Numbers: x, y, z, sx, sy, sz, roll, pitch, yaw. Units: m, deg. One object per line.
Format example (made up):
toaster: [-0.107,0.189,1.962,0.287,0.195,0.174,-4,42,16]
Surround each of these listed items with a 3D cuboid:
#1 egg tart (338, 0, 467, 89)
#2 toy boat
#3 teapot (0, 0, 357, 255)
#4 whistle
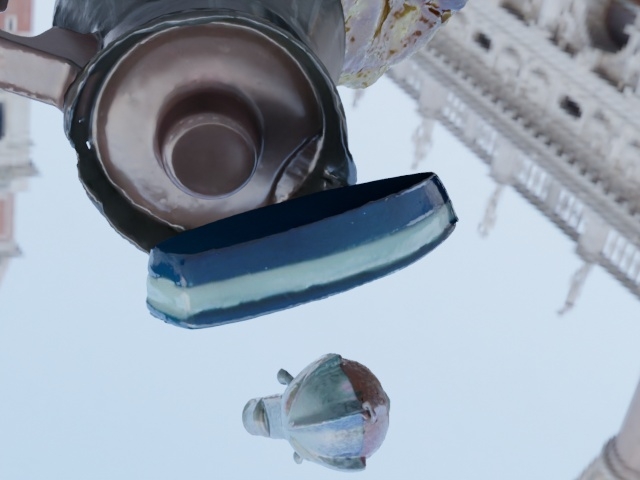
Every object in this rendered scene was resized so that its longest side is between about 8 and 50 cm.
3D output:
egg tart: [0.069,-0.341,1.514,0.351,0.339,0.153,-12,-125,-42]
toy boat: [0.000,0.000,0.983,0.299,0.062,0.096,-17,-162,-35]
teapot: [-0.143,-0.163,1.153,0.376,0.306,0.362,17,-158,-16]
whistle: [-0.010,0.229,1.611,0.133,0.346,0.142,-37,-82,-25]
